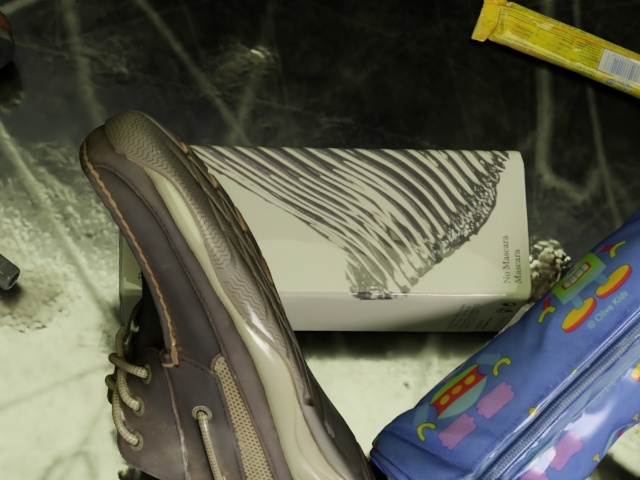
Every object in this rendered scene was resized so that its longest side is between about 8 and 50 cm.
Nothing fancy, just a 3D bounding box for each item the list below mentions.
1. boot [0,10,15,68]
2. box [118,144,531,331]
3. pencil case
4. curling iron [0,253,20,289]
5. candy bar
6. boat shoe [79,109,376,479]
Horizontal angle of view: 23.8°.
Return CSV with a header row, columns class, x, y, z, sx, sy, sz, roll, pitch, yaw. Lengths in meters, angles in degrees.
class,x,y,z,sx,sy,sz,roll,pitch,yaw
boot,-0.341,-0.251,1.111,0.264,0.096,0.281,3,64,3
box,0.000,0.000,1.043,0.275,0.094,0.113,0,73,-7
pencil case,0.169,0.086,0.976,0.306,0.133,0.119,-43,92,0
curling iron,-0.329,-0.034,1.050,0.274,0.035,0.068,26,75,4
candy bar,0.195,-0.142,1.151,0.161,0.018,0.040,22,74,1
boat shoe,-0.069,0.095,0.928,0.130,0.132,0.355,-25,106,3
